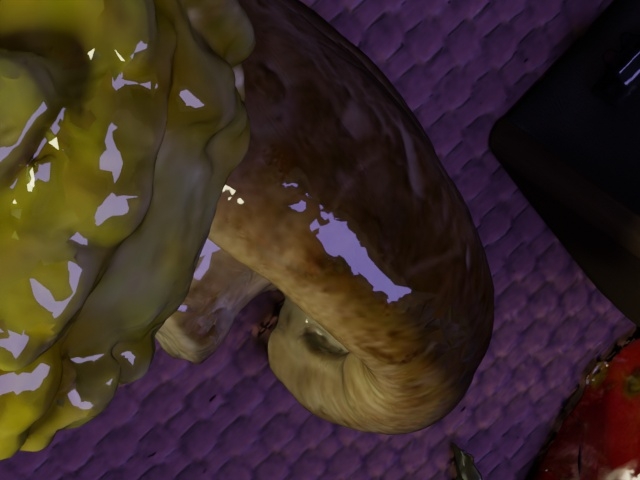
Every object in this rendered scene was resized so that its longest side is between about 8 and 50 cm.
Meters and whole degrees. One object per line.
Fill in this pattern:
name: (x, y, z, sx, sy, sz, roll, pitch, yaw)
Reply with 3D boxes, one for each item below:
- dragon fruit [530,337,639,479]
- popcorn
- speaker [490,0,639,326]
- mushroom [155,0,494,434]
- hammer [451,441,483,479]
dragon fruit: (0.216, 0.171, 1.146, 0.126, 0.161, 0.274, -5, 124, -41)
popcorn: (-0.134, -0.052, 0.670, 0.192, 0.233, 0.266, 0, 87, -67)
speaker: (0.236, -0.011, 0.979, 0.153, 0.231, 0.192, -46, 138, -4)
mushroom: (0.000, 0.000, 0.847, 0.156, 0.151, 0.285, -44, 138, -9)
hammer: (-0.020, 0.161, 1.039, 0.297, 0.027, 0.125, 7, 114, -42)
